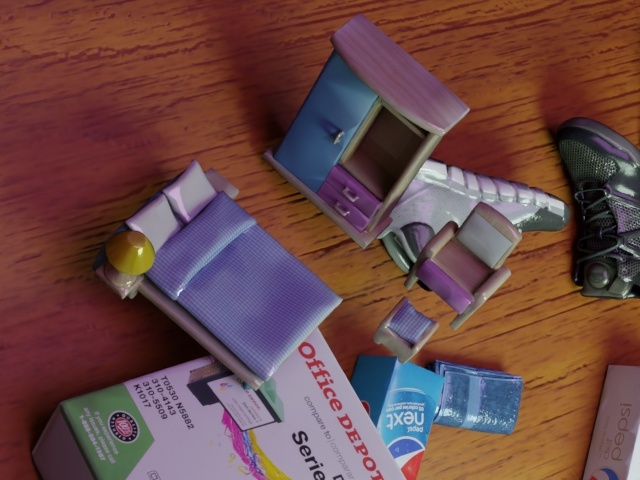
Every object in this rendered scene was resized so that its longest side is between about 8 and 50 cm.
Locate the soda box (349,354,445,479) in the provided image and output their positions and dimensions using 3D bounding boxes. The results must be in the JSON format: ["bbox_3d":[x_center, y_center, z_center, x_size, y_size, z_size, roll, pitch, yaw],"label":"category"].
[{"bbox_3d":[0.052,0.223,1.796,0.067,0.071,0.210,24,75,-31],"label":"soda box"}]

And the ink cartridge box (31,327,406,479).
[{"bbox_3d":[-0.086,0.213,1.628,0.278,0.117,0.201,-16,65,-33],"label":"ink cartridge box"}]

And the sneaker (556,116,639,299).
[{"bbox_3d":[0.315,-0.022,1.972,0.130,0.087,0.227,-50,120,-31],"label":"sneaker"}]

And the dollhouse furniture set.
[{"bbox_3d":[0.000,0.000,1.611,0.286,0.198,0.303,42,52,7],"label":"dollhouse furniture set"}]

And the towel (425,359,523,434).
[{"bbox_3d":[0.160,0.166,1.896,0.119,0.029,0.067,13,82,-33],"label":"towel"}]

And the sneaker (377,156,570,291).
[{"bbox_3d":[0.147,-0.006,1.870,0.229,0.086,0.132,15,85,-23],"label":"sneaker"}]

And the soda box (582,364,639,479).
[{"bbox_3d":[0.342,0.249,1.989,0.069,0.074,0.216,21,77,-32],"label":"soda box"}]
